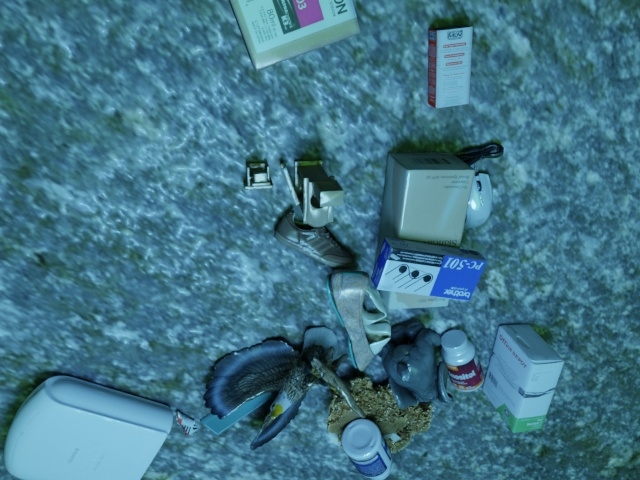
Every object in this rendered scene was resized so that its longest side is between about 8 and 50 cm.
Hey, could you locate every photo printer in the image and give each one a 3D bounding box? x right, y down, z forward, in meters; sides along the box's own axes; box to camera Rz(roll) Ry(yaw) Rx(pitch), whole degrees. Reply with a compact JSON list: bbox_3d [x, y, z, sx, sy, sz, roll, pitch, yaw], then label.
[{"bbox_3d":[-0.528,0.444,1.140,0.308,0.107,0.256,27,107,-23],"label":"photo printer"}]

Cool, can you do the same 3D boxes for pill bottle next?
[{"bbox_3d":[0.352,0.300,1.270,0.086,0.086,0.152,-25,118,1],"label":"pill bottle"},{"bbox_3d":[0.117,0.504,1.203,0.094,0.094,0.169,-24,130,0],"label":"pill bottle"}]

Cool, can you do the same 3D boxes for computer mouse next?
[{"bbox_3d":[0.341,-0.107,1.091,0.106,0.042,0.192,-14,118,-6],"label":"computer mouse"}]

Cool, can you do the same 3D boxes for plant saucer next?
[{"bbox_3d":[-0.202,0.414,1.246,0.192,0.018,0.067,-36,117,8],"label":"plant saucer"}]

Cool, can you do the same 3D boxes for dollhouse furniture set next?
[{"bbox_3d":[-0.057,-0.073,0.943,0.161,0.182,0.101,-4,117,-11],"label":"dollhouse furniture set"}]

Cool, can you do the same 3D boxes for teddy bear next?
[{"bbox_3d":[0.149,0.443,1.300,0.338,0.113,0.245,13,120,-26],"label":"teddy bear"}]

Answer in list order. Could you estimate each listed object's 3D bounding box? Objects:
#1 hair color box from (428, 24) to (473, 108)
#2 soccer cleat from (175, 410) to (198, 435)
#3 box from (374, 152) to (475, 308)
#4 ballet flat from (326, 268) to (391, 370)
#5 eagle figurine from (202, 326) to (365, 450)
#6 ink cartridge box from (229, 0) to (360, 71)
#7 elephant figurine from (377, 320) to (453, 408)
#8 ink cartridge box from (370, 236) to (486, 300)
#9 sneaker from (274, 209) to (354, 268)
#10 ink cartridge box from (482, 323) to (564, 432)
[{"bbox_3d":[0.245,-0.329,0.961,0.072,0.043,0.141,-9,118,-8],"label":"hair color box"},{"bbox_3d":[-0.325,0.439,1.228,0.036,0.029,0.083,-22,122,-11],"label":"soccer cleat"},{"bbox_3d":[0.207,-0.019,1.061,0.148,0.121,0.310,-3,116,-11],"label":"box"},{"bbox_3d":[0.099,0.185,1.118,0.106,0.107,0.315,-10,133,11],"label":"ballet flat"},{"bbox_3d":[-0.086,0.338,1.153,0.298,0.226,0.225,-27,159,30],"label":"eagle figurine"},{"bbox_3d":[-0.061,-0.424,0.824,0.193,0.088,0.234,-21,118,0],"label":"ink cartridge box"},{"bbox_3d":[0.245,0.326,1.198,0.186,0.169,0.239,-36,112,-24],"label":"elephant figurine"},{"bbox_3d":[0.214,0.058,1.004,0.207,0.046,0.097,9,115,-16],"label":"ink cartridge box"},{"bbox_3d":[0.000,0.000,1.058,0.189,0.066,0.071,22,107,-22],"label":"sneaker"},{"bbox_3d":[0.507,0.344,1.282,0.093,0.160,0.219,-1,117,-13],"label":"ink cartridge box"}]
